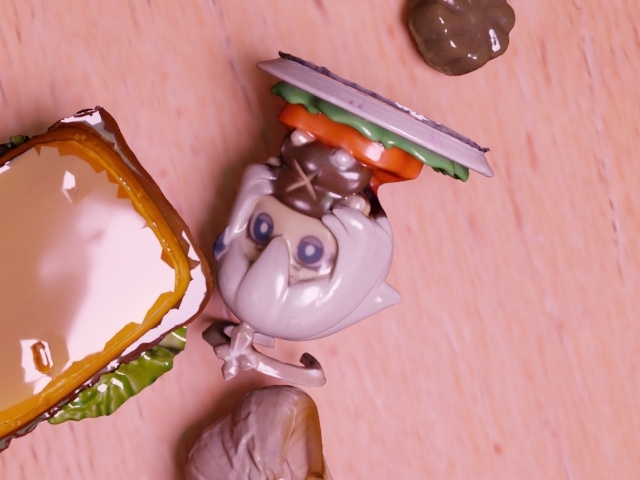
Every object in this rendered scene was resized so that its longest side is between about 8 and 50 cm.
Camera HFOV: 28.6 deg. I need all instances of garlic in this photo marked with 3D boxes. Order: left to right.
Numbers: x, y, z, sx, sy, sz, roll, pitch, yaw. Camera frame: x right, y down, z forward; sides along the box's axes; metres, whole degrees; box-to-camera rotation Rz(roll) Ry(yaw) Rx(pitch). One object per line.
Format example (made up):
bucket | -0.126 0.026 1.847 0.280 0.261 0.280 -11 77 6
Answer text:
garlic | -0.032 0.126 0.625 0.074 0.094 0.113 9 96 27

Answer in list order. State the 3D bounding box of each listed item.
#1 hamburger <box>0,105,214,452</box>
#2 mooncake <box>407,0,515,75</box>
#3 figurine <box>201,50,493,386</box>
hamburger | -0.140 0.027 0.590 0.166 0.087 0.137 -34 99 -11
mooncake | 0.189 -0.213 0.699 0.150 0.057 0.347 34 88 -25
figurine | 0.000 0.000 0.621 0.132 0.132 0.154 24 96 -13
